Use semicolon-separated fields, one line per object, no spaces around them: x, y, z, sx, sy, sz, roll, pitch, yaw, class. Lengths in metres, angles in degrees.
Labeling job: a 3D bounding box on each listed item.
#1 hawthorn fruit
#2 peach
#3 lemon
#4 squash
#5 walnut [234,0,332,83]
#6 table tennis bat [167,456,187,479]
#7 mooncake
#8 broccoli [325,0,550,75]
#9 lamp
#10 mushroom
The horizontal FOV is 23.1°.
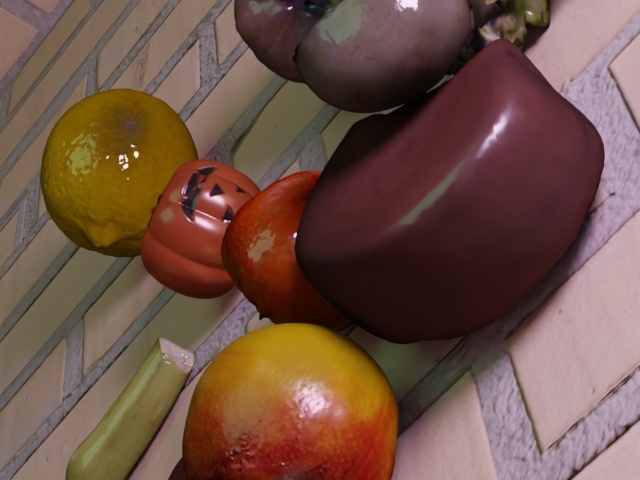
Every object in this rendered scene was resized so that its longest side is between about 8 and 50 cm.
0.000;0.000;1.793;0.225;0.196;0.196;-47;23;-8;hawthorn fruit
-0.029;0.200;1.593;0.231;0.231;0.231;-43;29;31;peach
-0.308;-0.103;2.409;0.267;0.267;0.267;-43;29;31;lemon
-0.260;0.247;2.120;0.250;0.083;0.083;-56;25;0;squash
0.002;-0.332;2.106;0.248;0.248;0.248;-43;29;31;walnut
-0.162;0.312;1.940;0.095;0.014;0.158;-53;23;9;table tennis bat
0.128;-0.044;1.610;0.326;0.174;0.334;-46;20;16;mooncake
0.154;-0.361;1.750;0.281;0.293;0.348;159;108;-77;broccoli
-0.150;-0.011;2.114;0.187;0.163;0.188;25;-90;-90;lamp
0.070;-0.193;1.591;0.188;0.141;0.117;-31;53;12;mushroom
